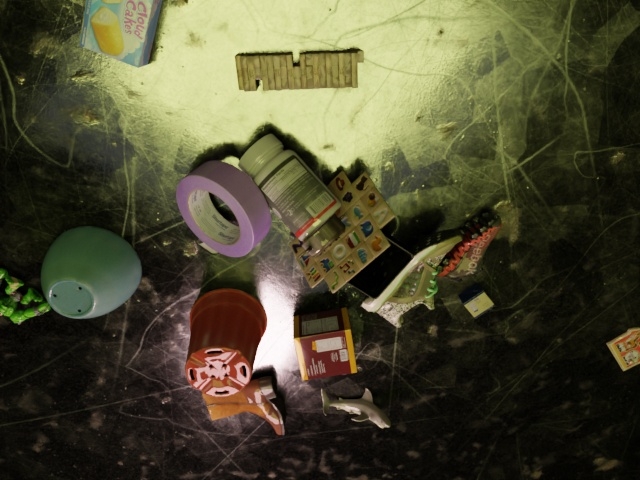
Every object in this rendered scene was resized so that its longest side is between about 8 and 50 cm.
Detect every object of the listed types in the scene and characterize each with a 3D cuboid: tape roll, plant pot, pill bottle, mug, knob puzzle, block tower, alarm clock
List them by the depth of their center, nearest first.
[{"bbox_3d":[-0.054,-0.454,1.257,0.335,0.091,0.097,-4,117,-1],"label":"block tower"},{"bbox_3d":[0.000,0.000,1.296,0.064,0.192,0.129,50,139,2],"label":"alarm clock"},{"bbox_3d":[-0.089,-0.151,1.331,0.161,0.161,0.283,-43,90,16],"label":"pill bottle"},{"bbox_3d":[-0.278,-0.087,1.347,0.275,0.090,0.275,22,136,22],"label":"tape roll"},{"bbox_3d":[-0.726,0.126,1.447,0.290,0.195,0.290,-1,116,-2],"label":"plant pot"},{"bbox_3d":[0.147,0.034,1.465,0.188,0.167,0.187,33,110,-16],"label":"plant pot"},{"bbox_3d":[-0.336,0.004,1.485,0.078,0.062,0.064,-28,123,20],"label":"mug"},{"bbox_3d":[-0.314,0.341,1.536,0.272,0.265,0.272,-1,116,-3],"label":"plant pot"},{"bbox_3d":[1.211,0.402,1.781,0.213,0.030,0.213,-1,116,-3],"label":"knob puzzle"}]

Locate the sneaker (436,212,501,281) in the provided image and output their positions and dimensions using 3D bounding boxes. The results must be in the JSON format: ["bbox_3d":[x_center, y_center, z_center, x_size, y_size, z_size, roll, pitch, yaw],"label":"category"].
[{"bbox_3d":[0.491,0.032,1.522,0.135,0.097,0.276,34,112,-17],"label":"sneaker"}]

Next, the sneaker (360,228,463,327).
[{"bbox_3d":[0.320,0.128,1.504,0.182,0.158,0.410,43,119,-1],"label":"sneaker"}]

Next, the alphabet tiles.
[{"bbox_3d":[0.052,-0.027,1.383,0.342,0.285,0.011,-43,149,24],"label":"alphabet tiles"}]

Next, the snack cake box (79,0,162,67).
[{"bbox_3d":[-0.484,-0.588,1.168,0.152,0.089,0.264,18,114,-11],"label":"snack cake box"}]

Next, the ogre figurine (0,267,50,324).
[{"bbox_3d":[-0.994,0.192,1.525,0.118,0.097,0.197,-46,127,-1],"label":"ogre figurine"}]

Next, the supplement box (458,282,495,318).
[{"bbox_3d":[0.542,0.209,1.634,0.083,0.056,0.083,-38,112,14],"label":"supplement box"}]

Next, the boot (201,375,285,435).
[{"bbox_3d":[-0.284,0.653,1.786,0.280,0.096,0.264,-14,116,5],"label":"boot"}]

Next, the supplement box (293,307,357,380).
[{"bbox_3d":[0.015,0.361,1.639,0.194,0.129,0.191,-9,117,1],"label":"supplement box"}]

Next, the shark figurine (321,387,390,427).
[{"bbox_3d":[0.139,0.622,1.812,0.278,0.166,0.116,14,90,9],"label":"shark figurine"}]
